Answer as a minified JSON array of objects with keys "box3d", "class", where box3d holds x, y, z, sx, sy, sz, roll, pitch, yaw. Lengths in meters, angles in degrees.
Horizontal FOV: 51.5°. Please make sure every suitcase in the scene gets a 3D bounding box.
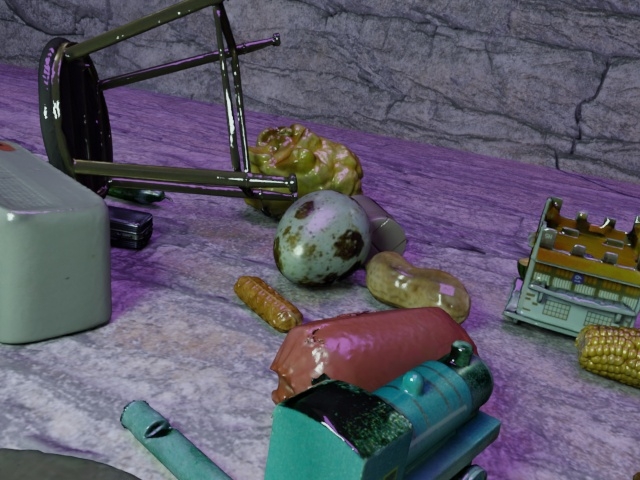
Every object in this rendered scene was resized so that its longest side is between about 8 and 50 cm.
[{"box3d":[-0.386,-0.028,1.263,0.126,0.059,0.086,9,21,2],"class":"suitcase"}]

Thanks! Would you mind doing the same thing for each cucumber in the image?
[{"box3d":[-0.445,-0.119,1.506,0.250,0.056,0.056,13,19,18],"class":"cucumber"}]

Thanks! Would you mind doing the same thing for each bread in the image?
[{"box3d":[-0.085,0.099,1.059,0.052,0.044,0.157,-2,22,-37],"class":"bread"}]

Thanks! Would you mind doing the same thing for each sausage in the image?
[{"box3d":[0.073,0.159,0.806,0.279,0.152,0.152,-1,22,-29],"class":"sausage"}]

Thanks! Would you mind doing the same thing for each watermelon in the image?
[{"box3d":[0.454,0.070,1.357,0.105,0.062,0.105,1,16,0],"class":"watermelon"}]

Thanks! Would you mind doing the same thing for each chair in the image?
[{"box3d":[-0.262,-0.235,1.213,0.409,0.365,0.362,-6,0,-2],"class":"chair"}]

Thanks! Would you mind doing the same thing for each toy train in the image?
[{"box3d":[0.070,0.200,0.616,0.120,0.194,0.298,21,22,35],"class":"toy train"}]

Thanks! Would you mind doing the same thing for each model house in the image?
[{"box3d":[0.447,0.063,1.142,0.224,0.216,0.198,14,23,16],"class":"model house"}]

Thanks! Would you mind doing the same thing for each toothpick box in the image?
[{"box3d":[0.100,-0.021,1.386,0.111,0.111,0.181,4,18,-14],"class":"toothpick box"}]

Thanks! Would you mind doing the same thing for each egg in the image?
[{"box3d":[0.000,0.000,1.196,0.169,0.169,0.231,18,29,23],"class":"egg"}]

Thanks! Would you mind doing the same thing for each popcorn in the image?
[{"box3d":[-0.045,-0.145,1.518,0.286,0.252,0.215,-7,61,6],"class":"popcorn"}]

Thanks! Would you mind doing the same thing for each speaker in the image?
[{"box3d":[-0.472,-0.020,1.010,0.183,0.184,0.406,-11,27,-43],"class":"speaker"}]

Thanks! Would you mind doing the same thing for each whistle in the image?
[{"box3d":[-0.143,0.225,0.686,0.039,0.039,0.186,-11,28,-45],"class":"whistle"}]

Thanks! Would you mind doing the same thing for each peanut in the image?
[{"box3d":[0.159,0.081,1.147,0.229,0.098,0.103,26,-16,38],"class":"peanut"}]

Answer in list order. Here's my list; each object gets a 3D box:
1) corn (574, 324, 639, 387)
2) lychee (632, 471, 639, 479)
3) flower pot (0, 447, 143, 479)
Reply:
[{"box3d":[0.551,0.190,1.006,0.310,0.102,0.101,13,19,5],"class":"corn"},{"box3d":[0.297,0.282,0.433,0.267,0.268,0.267,8,19,-3],"class":"lychee"},{"box3d":[-0.166,0.255,0.278,0.378,0.251,0.379,7,21,-3],"class":"flower pot"}]
